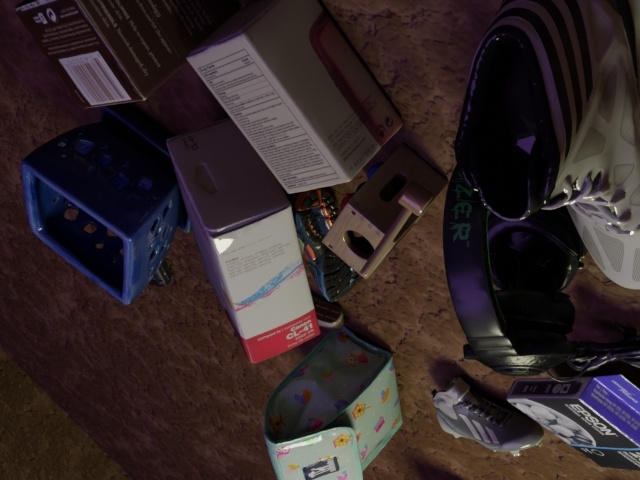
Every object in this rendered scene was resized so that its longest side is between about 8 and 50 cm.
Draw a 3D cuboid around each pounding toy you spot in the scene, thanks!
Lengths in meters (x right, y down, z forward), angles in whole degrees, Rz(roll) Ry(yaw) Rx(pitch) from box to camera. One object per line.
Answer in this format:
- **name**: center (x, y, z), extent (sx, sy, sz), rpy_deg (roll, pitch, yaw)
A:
- **pounding toy**: center (0.075, -0.039, 1.515), extent (0.094, 0.181, 0.206), rpy_deg (41, 152, 4)

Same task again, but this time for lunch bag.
- **lunch bag**: center (0.013, 0.315, 1.996), extent (0.160, 0.262, 0.223), rpy_deg (26, 147, 28)

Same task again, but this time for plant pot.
- **plant pot**: center (-0.336, -0.074, 1.955), extent (0.236, 0.212, 0.236), rpy_deg (36, 152, 12)

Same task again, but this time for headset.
- **headset**: center (0.269, 0.052, 1.379), extent (0.185, 0.243, 0.394), rpy_deg (-5, 145, 29)

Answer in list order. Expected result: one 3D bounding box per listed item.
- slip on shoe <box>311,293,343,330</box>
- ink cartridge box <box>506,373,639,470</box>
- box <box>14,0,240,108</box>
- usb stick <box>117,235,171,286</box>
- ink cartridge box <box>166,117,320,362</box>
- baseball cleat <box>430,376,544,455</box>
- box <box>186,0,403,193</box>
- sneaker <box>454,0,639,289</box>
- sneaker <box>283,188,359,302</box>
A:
- **slip on shoe**: center (-0.018, 0.115, 1.991), extent (0.135, 0.051, 0.041), rpy_deg (20, 157, 25)
- **ink cartridge box**: center (0.395, 0.251, 1.600), extent (0.206, 0.045, 0.208), rpy_deg (36, 156, -21)
- **box**: center (-0.251, -0.301, 1.543), extent (0.168, 0.203, 0.167), rpy_deg (1, 131, 51)
- **usb stick**: center (-0.360, -0.020, 2.237), extent (0.077, 0.045, 0.278), rpy_deg (11, 139, 34)
- **ink cartridge box**: center (-0.115, 0.001, 1.779), extent (0.306, 0.131, 0.226), rpy_deg (81, 164, -48)
- **baseball cleat**: center (0.251, 0.272, 1.841), extent (0.206, 0.072, 0.109), rpy_deg (0, 124, 47)
- **box**: center (-0.032, -0.191, 1.498), extent (0.148, 0.127, 0.232), rpy_deg (-7, 125, 55)
- **sneaker**: center (0.241, -0.068, 1.184), extent (0.169, 0.257, 0.447), rpy_deg (15, 142, 40)
- **sneaker**: center (0.000, 0.000, 1.792), extent (0.087, 0.083, 0.221), rpy_deg (31, 147, 47)
